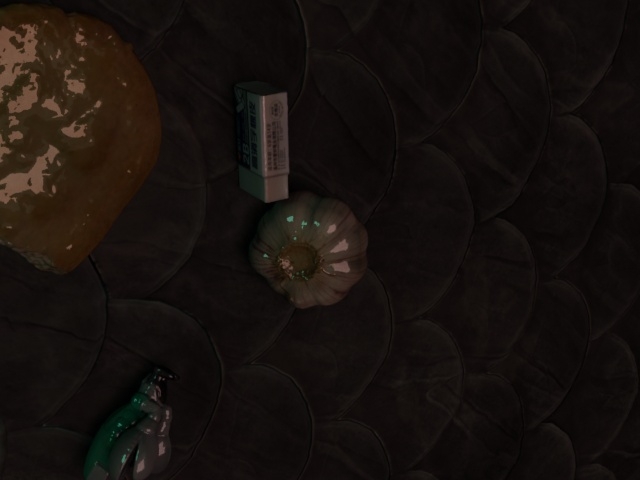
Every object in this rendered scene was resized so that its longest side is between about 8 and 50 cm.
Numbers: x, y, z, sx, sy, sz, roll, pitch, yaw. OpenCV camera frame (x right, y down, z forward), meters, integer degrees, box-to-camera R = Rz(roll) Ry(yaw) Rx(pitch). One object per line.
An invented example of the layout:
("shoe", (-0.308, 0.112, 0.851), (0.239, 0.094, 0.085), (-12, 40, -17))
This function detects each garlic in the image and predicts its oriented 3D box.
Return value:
("garlic", (0.000, 0.000, 1.864), (0.253, 0.245, 0.245), (-43, 137, -60))

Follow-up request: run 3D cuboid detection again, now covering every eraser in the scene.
("eraser", (-0.113, -0.190, 1.731), (0.068, 0.124, 0.210), (-13, 115, -29))

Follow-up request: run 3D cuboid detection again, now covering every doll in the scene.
("doll", (-0.359, 0.384, 1.782), (0.195, 0.153, 0.258), (-25, 143, -64))

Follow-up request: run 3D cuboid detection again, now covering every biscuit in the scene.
("biscuit", (-0.471, -0.169, 1.530), (0.446, 0.104, 0.429), (-47, 125, -7))
